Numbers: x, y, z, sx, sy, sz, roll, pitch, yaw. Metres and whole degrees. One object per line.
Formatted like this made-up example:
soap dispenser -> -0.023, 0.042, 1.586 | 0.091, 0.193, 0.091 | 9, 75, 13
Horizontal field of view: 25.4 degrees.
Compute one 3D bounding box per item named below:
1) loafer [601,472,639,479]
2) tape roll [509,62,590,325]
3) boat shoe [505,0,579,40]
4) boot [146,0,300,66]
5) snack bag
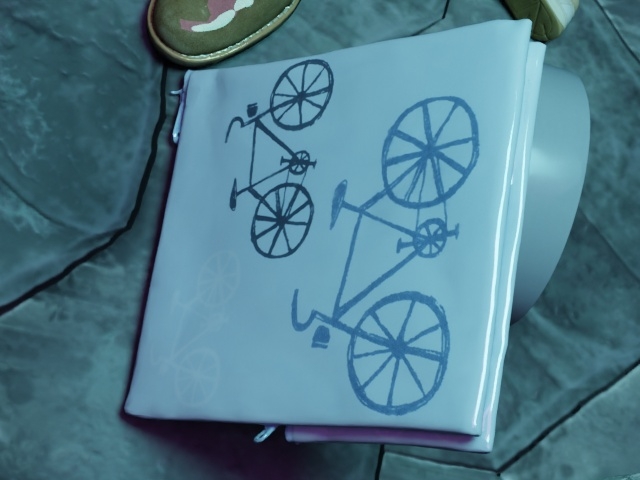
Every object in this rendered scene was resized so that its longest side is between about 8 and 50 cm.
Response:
loafer -> 0.194, 0.318, 1.128 | 0.112, 0.111, 0.319 | 36, 69, -3
tape roll -> 0.140, -0.042, 1.157 | 0.072, 0.219, 0.219 | 15, 71, -12
boat shoe -> 0.185, -0.268, 1.310 | 0.059, 0.063, 0.170 | -43, 112, -33
boot -> -0.031, -0.273, 1.225 | 0.305, 0.115, 0.112 | -43, 85, -14
snack bag -> 0.000, 0.000, 1.092 | 0.037, 0.342, 0.323 | 30, 63, -50
